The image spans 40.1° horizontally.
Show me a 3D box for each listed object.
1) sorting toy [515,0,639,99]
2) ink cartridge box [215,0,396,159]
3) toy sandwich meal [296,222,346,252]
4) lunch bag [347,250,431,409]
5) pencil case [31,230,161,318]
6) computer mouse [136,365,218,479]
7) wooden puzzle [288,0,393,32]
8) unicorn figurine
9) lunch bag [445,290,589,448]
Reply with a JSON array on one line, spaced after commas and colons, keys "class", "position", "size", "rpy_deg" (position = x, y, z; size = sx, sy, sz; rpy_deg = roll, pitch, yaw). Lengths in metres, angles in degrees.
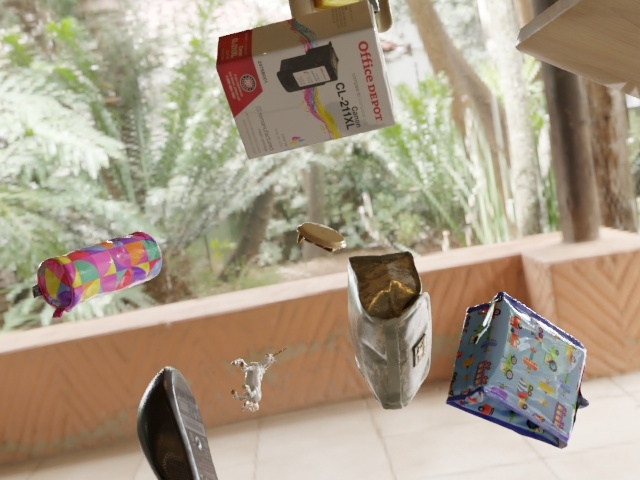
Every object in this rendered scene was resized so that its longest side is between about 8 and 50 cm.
[{"class": "sorting toy", "position": [0.396, -0.254, 0.970], "size": [0.257, 0.089, 0.255], "rpy_deg": [17, -15, -15]}, {"class": "ink cartridge box", "position": [-0.014, -0.177, 0.972], "size": [0.175, 0.127, 0.072], "rpy_deg": [-13, 37, 7]}, {"class": "toy sandwich meal", "position": [0.000, 0.000, 1.294], "size": [0.085, 0.029, 0.085], "rpy_deg": [18, 18, -6]}, {"class": "lunch bag", "position": [0.150, 0.191, 1.879], "size": [0.169, 0.235, 0.287], "rpy_deg": [-5, 29, -2]}, {"class": "pencil case", "position": [-0.385, 0.054, 1.531], "size": [0.104, 0.104, 0.236], "rpy_deg": [-6, 11, 35]}, {"class": "computer mouse", "position": [-0.182, 0.292, 1.113], "size": [0.072, 0.272, 0.188], "rpy_deg": [-22, -28, 3]}, {"class": "wooden puzzle", "position": [0.033, -0.508, 1.659], "size": [0.238, 0.221, 0.044], "rpy_deg": [-9, -3, -39]}, {"class": "unicorn figurine", "position": [-0.148, 0.301, 1.940], "size": [0.060, 0.162, 0.111], "rpy_deg": [4, -16, 35]}, {"class": "lunch bag", "position": [0.430, 0.274, 1.785], "size": [0.293, 0.221, 0.138], "rpy_deg": [26, -28, -14]}]
